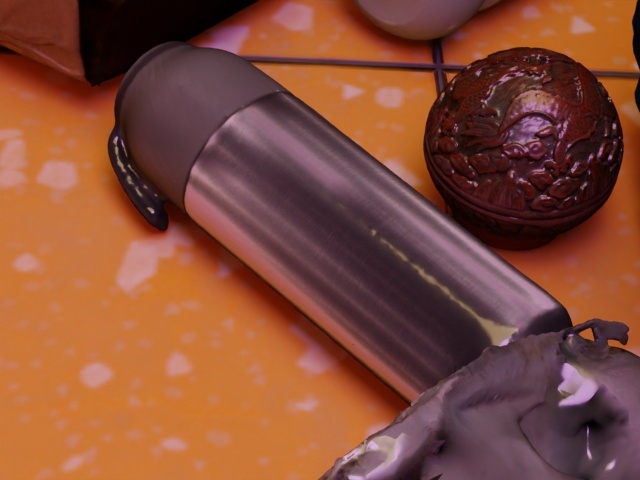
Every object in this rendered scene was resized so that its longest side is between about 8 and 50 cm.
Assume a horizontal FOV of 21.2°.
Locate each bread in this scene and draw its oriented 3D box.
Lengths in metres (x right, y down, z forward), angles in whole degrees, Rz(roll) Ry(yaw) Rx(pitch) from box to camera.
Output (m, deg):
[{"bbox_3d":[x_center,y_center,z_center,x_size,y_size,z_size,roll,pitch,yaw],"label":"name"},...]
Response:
[{"bbox_3d":[-0.124,-0.200,0.925,0.224,0.142,0.212,-33,63,-29],"label":"bread"}]

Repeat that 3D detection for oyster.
[{"bbox_3d":[0.118,0.107,0.678,0.199,0.087,0.252,36,41,10],"label":"oyster"}]

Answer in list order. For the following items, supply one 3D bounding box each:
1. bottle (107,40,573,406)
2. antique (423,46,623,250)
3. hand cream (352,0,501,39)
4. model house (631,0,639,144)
[{"bbox_3d":[0.000,0.000,0.807,0.254,0.079,0.096,40,92,24],"label":"bottle"},{"bbox_3d":[0.100,-0.048,0.843,0.104,0.104,0.104,3,48,-4],"label":"antique"},{"bbox_3d":[0.129,-0.219,1.005,0.147,0.093,0.306,36,52,21],"label":"hand cream"},{"bbox_3d":[0.349,-0.051,0.735,0.445,0.395,0.400,37,66,9],"label":"model house"}]
